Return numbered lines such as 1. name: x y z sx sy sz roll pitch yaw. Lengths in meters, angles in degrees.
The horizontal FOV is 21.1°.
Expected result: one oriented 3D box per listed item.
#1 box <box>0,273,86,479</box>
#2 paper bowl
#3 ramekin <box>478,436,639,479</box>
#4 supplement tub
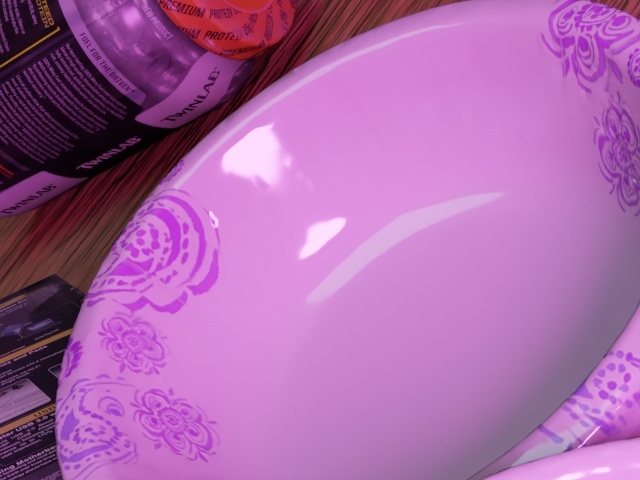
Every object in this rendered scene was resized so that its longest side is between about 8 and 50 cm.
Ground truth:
1. box: -0.261 0.166 0.972 0.395 0.097 0.318 -26 24 -21
2. paper bowl: 0.049 0.051 0.676 0.284 0.148 0.284 -21 41 19
3. ramekin: 0.105 0.202 0.455 0.277 0.135 0.277 -8 50 9
4. supplement tub: -0.185 -0.157 1.363 0.316 0.193 0.193 -25 34 34
